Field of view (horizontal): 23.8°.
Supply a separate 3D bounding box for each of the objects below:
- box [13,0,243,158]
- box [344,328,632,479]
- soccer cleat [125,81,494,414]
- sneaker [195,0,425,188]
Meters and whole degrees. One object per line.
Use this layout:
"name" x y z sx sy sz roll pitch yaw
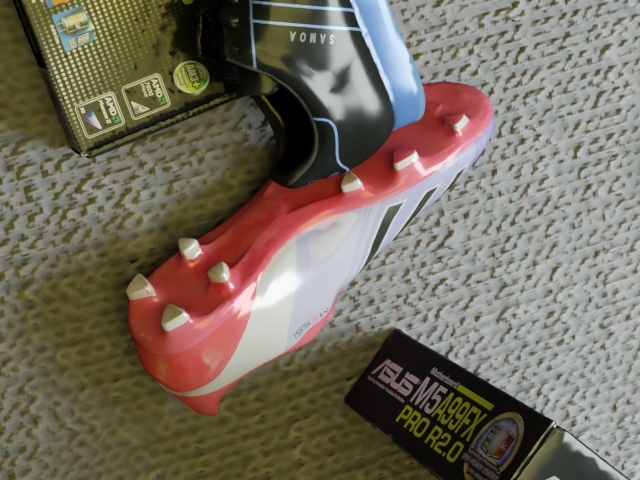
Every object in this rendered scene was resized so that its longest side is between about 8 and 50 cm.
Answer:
"box" -0.081 -0.165 0.819 0.184 0.045 0.191 -22 105 -13
"box" 0.161 0.168 0.861 0.270 0.216 0.060 38 87 -19
"soccer cleat" 0.000 0.000 0.864 0.248 0.083 0.095 -38 137 -15
"sneaker" -0.030 -0.136 0.775 0.090 0.081 0.232 -35 111 -19
